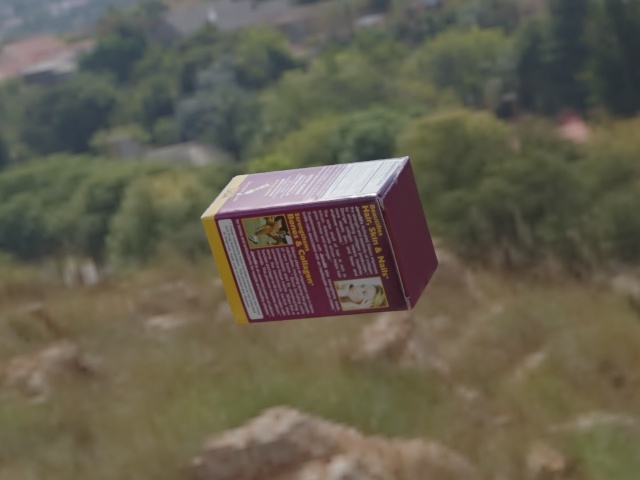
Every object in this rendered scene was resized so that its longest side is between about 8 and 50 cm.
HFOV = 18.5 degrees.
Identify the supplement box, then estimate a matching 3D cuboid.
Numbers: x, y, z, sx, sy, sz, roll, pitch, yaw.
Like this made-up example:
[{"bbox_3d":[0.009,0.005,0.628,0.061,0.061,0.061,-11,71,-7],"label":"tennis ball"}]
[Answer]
[{"bbox_3d":[0.000,0.000,0.827,0.083,0.055,0.043,-5,25,24],"label":"supplement box"}]
